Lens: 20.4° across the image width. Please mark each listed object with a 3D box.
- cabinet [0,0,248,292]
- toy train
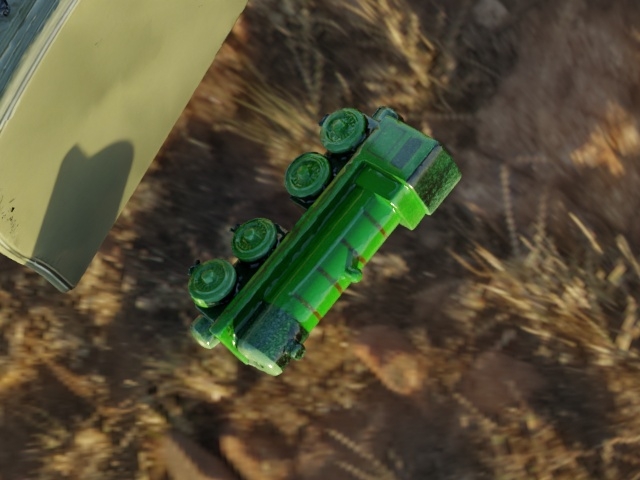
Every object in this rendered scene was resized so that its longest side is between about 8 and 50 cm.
[{"bbox_3d":[-0.282,-0.179,1.371,0.318,0.227,0.290,28,83,21],"label":"cabinet"},{"bbox_3d":[0.000,0.000,1.438,0.119,0.085,0.251,31,78,40],"label":"toy train"}]
